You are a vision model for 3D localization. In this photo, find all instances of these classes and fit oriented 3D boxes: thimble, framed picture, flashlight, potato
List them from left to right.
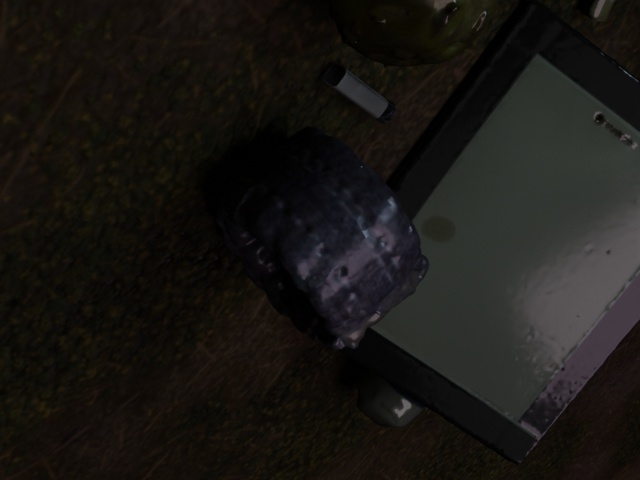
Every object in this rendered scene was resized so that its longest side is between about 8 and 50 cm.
[{"bbox_3d":[-0.002,-0.001,0.810,0.098,0.150,0.150,-40,147,-14],"label":"thimble"},{"bbox_3d":[0.030,-0.111,0.841,0.018,0.018,0.083,-53,147,8],"label":"flashlight"},{"bbox_3d":[0.081,-0.226,0.692,0.149,0.113,0.251,-4,121,-38],"label":"potato"},{"bbox_3d":[0.179,0.005,0.977,0.265,0.016,0.347,33,103,-12],"label":"framed picture"}]

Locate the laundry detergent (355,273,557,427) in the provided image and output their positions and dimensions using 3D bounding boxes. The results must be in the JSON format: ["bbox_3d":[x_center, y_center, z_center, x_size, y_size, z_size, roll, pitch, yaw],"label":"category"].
[{"bbox_3d":[0.144,0.077,1.081,0.290,0.094,0.143,-49,-171,11],"label":"laundry detergent"}]

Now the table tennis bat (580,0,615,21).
[{"bbox_3d":[0.279,-0.298,0.920,0.138,0.022,0.247,-7,129,-43],"label":"table tennis bat"}]
